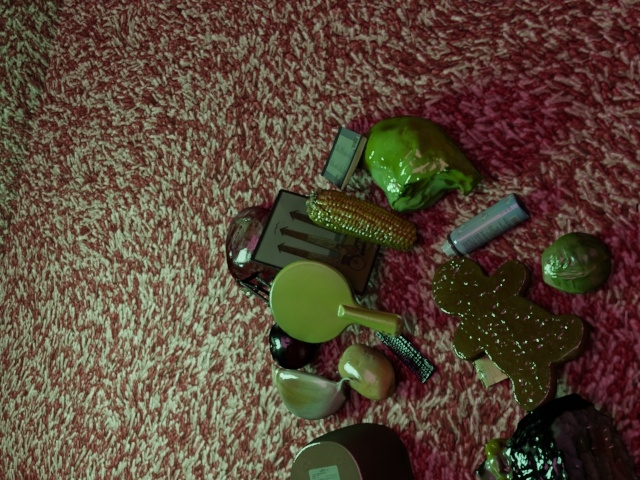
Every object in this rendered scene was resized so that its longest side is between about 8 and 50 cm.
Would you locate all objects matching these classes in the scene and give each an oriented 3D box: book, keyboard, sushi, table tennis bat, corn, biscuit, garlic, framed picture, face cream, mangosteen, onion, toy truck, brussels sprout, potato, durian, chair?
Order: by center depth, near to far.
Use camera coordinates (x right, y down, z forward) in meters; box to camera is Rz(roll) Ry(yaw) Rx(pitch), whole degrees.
[{"bbox_3d":[0.485,0.518,1.499,0.285,0.328,0.328,-31,68,38],"label":"sushi"},{"bbox_3d":[0.584,0.052,1.620,0.155,0.117,0.155,-2,81,16],"label":"brussels sprout"},{"bbox_3d":[0.440,0.188,1.714,0.432,0.064,0.283,40,105,43],"label":"biscuit"},{"bbox_3d":[0.406,-0.029,1.773,0.229,0.075,0.075,-34,66,24],"label":"face cream"},{"bbox_3d":[0.233,-0.205,1.840,0.256,0.204,0.339,-49,59,31],"label":"durian"},{"bbox_3d":[0.041,0.176,1.857,0.369,0.054,0.224,14,103,12],"label":"table tennis bat"},{"bbox_3d":[0.224,0.293,1.878,0.195,0.018,0.060,45,110,30],"label":"keyboard"},{"bbox_3d":[0.125,0.346,1.879,0.178,0.109,0.118,36,116,32],"label":"potato"},{"bbox_3d":[0.107,-0.057,1.892,0.318,0.115,0.115,18,93,8],"label":"corn"},{"bbox_3d":[0.000,0.422,1.932,0.267,0.148,0.128,-5,61,27],"label":"garlic"},{"bbox_3d":[0.000,0.000,1.935,0.324,0.013,0.244,17,64,8],"label":"framed picture"},{"bbox_3d":[0.072,0.378,1.959,0.032,0.024,0.083,-47,61,-7],"label":"toy truck"},{"bbox_3d":[0.064,-0.231,1.978,0.157,0.026,0.231,-67,19,10],"label":"book"},{"bbox_3d":[-0.085,0.130,1.987,0.260,0.154,0.141,34,101,12],"label":"chair"},{"bbox_3d":[-0.073,0.290,2.008,0.153,0.152,0.152,-6,80,32],"label":"mangosteen"},{"bbox_3d":[-0.209,0.036,2.140,0.227,0.120,0.283,14,91,38],"label":"onion"}]

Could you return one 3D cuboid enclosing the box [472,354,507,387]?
[{"bbox_3d":[0.451,0.299,1.727,0.149,0.020,0.073,-32,67,25],"label":"box"}]

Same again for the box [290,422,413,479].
[{"bbox_3d":[0.071,0.627,1.812,0.301,0.216,0.300,-4,83,33],"label":"box"}]
